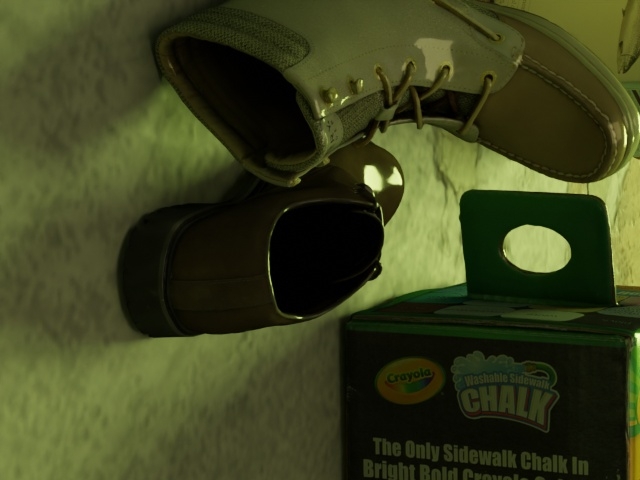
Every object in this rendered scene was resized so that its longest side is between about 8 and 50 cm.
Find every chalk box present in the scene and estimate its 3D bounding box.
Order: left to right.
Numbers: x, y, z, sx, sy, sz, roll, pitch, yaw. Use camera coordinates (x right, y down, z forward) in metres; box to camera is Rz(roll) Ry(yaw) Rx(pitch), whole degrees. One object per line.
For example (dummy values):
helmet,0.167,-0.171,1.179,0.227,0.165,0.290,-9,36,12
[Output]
chalk box,0.130,0.114,1.154,0.179,0.180,0.289,-11,103,-61

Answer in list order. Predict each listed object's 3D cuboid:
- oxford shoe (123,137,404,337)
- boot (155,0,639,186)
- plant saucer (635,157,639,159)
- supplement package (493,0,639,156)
oxford shoe,0.000,0.000,0.991,0.227,0.096,0.083,-37,122,-58
boot,0.040,-0.070,0.964,0.165,0.213,0.077,-43,162,-51
plant saucer,0.244,-0.160,1.501,0.200,0.037,0.200,-11,103,-61
supplement package,0.207,-0.122,1.281,0.105,0.179,0.105,47,51,-53
